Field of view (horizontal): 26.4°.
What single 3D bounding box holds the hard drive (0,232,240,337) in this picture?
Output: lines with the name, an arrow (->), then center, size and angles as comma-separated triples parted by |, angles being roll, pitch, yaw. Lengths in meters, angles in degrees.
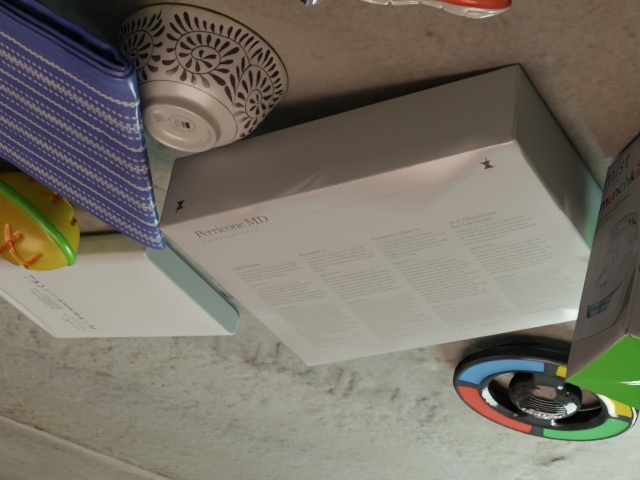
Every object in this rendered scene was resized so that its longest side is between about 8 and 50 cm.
hard drive -> -0.282, 0.063, 1.755 | 0.307, 0.040, 0.203 | -4, 145, 33

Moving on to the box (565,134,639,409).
box -> 0.371, 0.046, 1.177 | 0.262, 0.231, 0.127 | 21, 151, -8

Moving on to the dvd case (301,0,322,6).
dvd case -> 0.066, -0.266, 0.868 | 0.029, 0.179, 0.239 | 51, 158, 18

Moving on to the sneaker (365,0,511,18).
sneaker -> 0.075, -0.221, 1.067 | 0.157, 0.061, 0.065 | 10, 124, 10

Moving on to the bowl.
bowl -> -0.122, -0.136, 1.277 | 0.170, 0.080, 0.170 | 12, 151, 7

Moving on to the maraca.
maraca -> -0.351, -0.034, 1.569 | 0.185, 0.099, 0.127 | 37, 158, 15

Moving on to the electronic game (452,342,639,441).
electronic game -> 0.276, 0.191, 1.677 | 0.229, 0.048, 0.229 | 12, 151, 7

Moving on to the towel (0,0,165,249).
towel -> -0.258, -0.131, 1.332 | 0.243, 0.040, 0.336 | 32, 156, 14

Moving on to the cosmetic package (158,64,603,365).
cosmetic package -> 0.078, -0.008, 1.335 | 0.377, 0.097, 0.284 | -12, 143, 29
